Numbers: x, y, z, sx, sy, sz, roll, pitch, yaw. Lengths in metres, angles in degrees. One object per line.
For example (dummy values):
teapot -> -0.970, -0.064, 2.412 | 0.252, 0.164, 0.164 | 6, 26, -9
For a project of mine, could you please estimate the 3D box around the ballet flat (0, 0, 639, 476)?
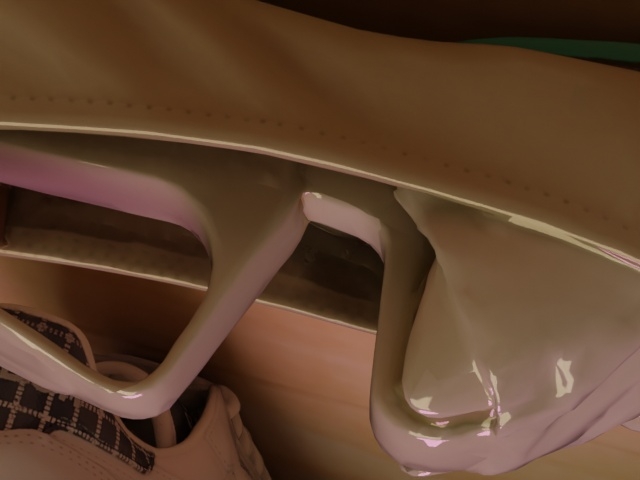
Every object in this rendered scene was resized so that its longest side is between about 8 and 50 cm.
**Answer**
ballet flat -> 0.000, 0.000, 0.339 | 0.248, 0.086, 0.086 | 14, 152, 6

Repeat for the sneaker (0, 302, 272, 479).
sneaker -> -0.040, 0.082, 0.515 | 0.090, 0.095, 0.235 | 5, 169, 15
